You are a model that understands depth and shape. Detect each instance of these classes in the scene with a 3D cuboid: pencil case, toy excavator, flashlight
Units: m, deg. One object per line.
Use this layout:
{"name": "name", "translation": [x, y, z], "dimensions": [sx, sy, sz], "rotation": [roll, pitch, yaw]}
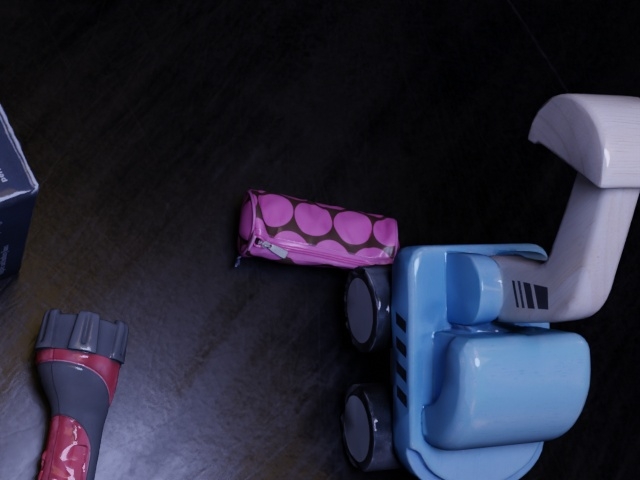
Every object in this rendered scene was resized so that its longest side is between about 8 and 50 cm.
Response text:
{"name": "pencil case", "translation": [0.000, 0.000, 1.260], "dimensions": [0.209, 0.098, 0.095], "rotation": [8, 106, -16]}
{"name": "toy excavator", "translation": [0.207, 0.078, 1.078], "dimensions": [0.222, 0.445, 0.432], "rotation": [-1, 92, -22]}
{"name": "flashlight", "translation": [-0.279, 0.230, 1.081], "dimensions": [0.103, 0.103, 0.304], "rotation": [14, 68, -17]}

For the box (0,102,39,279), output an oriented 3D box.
{"name": "box", "translation": [-0.505, -0.021, 0.970], "dimensions": [0.396, 0.293, 0.212], "rotation": [-25, 83, -26]}
